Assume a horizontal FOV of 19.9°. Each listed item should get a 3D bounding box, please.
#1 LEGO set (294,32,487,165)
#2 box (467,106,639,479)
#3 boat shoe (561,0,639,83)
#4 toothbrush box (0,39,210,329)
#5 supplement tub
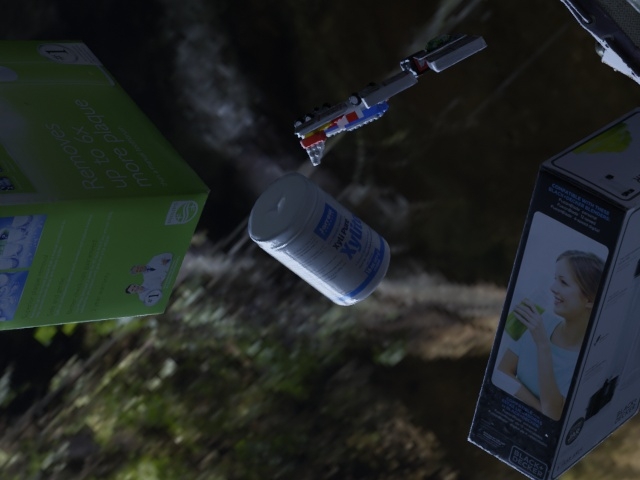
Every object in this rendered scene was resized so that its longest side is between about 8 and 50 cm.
[{"bbox_3d":[0.064,-0.129,1.663,0.060,0.182,0.244,62,-178,-8],"label":"LEGO set"},{"bbox_3d":[0.233,0.047,1.560,0.087,0.290,0.169,30,-142,27],"label":"box"},{"bbox_3d":[0.280,-0.190,1.589,0.285,0.092,0.103,44,-136,-30],"label":"boat shoe"},{"bbox_3d":[-0.257,-0.042,1.298,0.283,0.122,0.206,-5,-140,-38],"label":"toothbrush box"},{"bbox_3d":[0.000,0.000,1.507,0.107,0.071,0.071,37,-136,-33],"label":"supplement tub"}]
